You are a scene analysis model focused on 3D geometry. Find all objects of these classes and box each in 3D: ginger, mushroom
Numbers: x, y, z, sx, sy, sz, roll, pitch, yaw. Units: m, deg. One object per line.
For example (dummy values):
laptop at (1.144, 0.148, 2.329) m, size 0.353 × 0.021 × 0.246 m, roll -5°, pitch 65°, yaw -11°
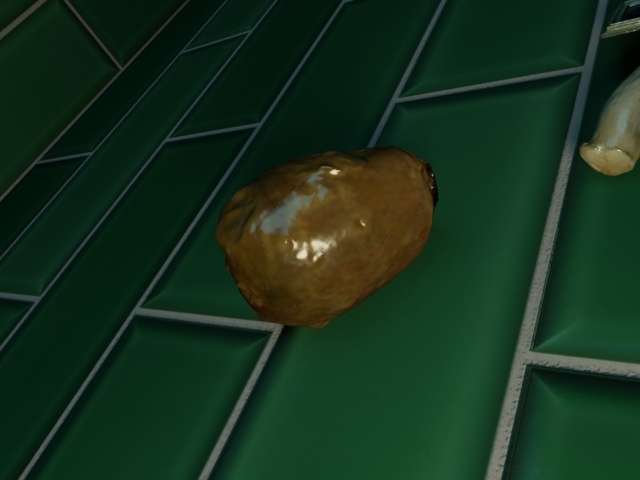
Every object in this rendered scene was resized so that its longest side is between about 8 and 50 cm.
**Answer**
ginger at (-0.001, -0.003, 0.709) m, size 0.269 × 0.200 × 0.223 m, roll -4°, pitch 46°, yaw 35°
mushroom at (0.426, -0.184, 0.677) m, size 0.278 × 0.096 × 0.099 m, roll -36°, pitch 7°, yaw -3°

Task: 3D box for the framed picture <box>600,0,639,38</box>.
framed picture at (0.540, -0.332, 0.734) m, size 0.296 × 0.019 × 0.232 m, roll -3°, pitch 26°, yaw 34°
